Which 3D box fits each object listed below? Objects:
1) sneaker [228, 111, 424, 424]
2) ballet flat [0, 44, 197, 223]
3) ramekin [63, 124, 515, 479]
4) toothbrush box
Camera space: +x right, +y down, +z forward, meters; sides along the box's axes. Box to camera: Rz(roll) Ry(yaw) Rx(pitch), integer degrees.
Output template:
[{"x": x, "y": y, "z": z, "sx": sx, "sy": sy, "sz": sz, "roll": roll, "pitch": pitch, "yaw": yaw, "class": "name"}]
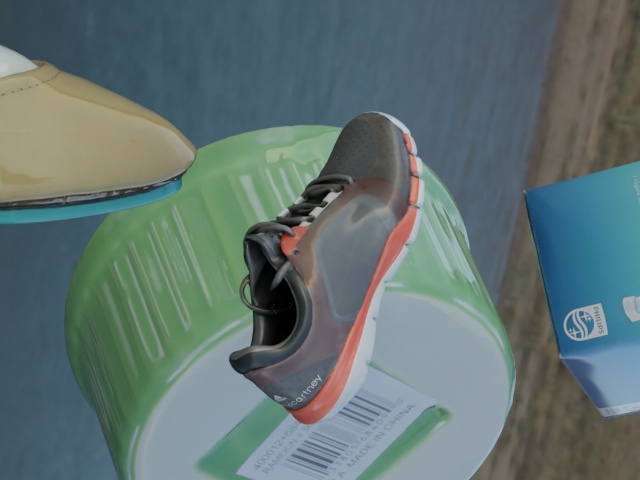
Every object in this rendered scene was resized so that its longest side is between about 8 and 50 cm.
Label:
[{"x": 0.000, "y": 0.000, "z": 0.588, "sx": 0.061, "sy": 0.065, "sz": 0.158, "roll": -25, "pitch": -137, "yaw": 49, "class": "sneaker"}, {"x": -0.152, "y": -0.035, "z": 0.369, "sx": 0.080, "sy": 0.232, "sz": 0.073, "roll": -131, "pitch": -145, "yaw": -72, "class": "ballet flat"}, {"x": -0.015, "y": 0.086, "z": 0.898, "sx": 0.148, "sy": 0.303, "sz": 0.303, "roll": -116, "pitch": -157, "yaw": -48, "class": "ramekin"}, {"x": 0.313, "y": 0.017, "z": 0.908, "sx": 0.216, "sy": 0.295, "sz": 0.126, "roll": 42, "pitch": 37, "yaw": -62, "class": "toothbrush box"}]
